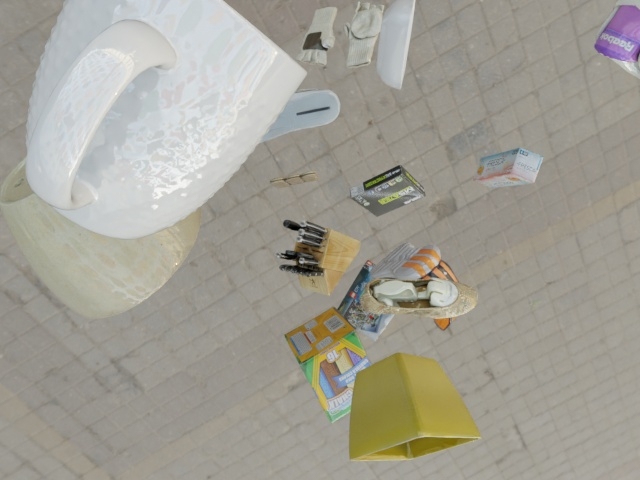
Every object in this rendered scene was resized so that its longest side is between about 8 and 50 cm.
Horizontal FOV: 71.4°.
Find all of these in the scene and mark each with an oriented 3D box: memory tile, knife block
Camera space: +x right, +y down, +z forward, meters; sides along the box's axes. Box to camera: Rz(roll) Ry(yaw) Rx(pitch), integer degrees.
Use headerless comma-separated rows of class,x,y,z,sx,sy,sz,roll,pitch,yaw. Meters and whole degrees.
memory tile,-0.061,-0.147,1.073,0.113,0.148,0.012,-11,92,3
knife block,0.000,0.000,1.096,0.088,0.276,0.242,13,132,26

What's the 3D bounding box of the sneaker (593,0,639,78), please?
sneaker,0.311,-0.242,0.377,0.161,0.102,0.282,-43,138,12

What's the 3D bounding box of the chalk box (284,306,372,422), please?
chalk box,0.046,0.378,1.290,0.179,0.180,0.289,-28,111,-11

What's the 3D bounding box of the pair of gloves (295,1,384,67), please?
pair of gloves,0.056,-0.578,1.242,0.042,0.239,0.204,38,67,-59

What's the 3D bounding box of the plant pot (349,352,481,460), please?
plant pot,0.192,0.373,1.005,0.212,0.187,0.212,20,136,-35

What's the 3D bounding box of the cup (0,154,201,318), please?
cup,-0.431,-0.056,0.833,0.330,0.331,0.237,-32,135,3

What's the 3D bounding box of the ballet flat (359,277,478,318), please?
ballet flat,0.170,0.095,0.767,0.205,0.073,0.067,-5,148,5

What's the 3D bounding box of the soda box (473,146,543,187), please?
soda box,0.419,-0.161,1.011,0.058,0.183,0.063,19,92,-7

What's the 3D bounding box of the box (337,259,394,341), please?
box,0.159,0.192,1.392,0.159,0.044,0.233,34,128,10

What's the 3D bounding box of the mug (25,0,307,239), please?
mug,-0.221,-0.159,0.549,0.276,0.374,0.328,36,106,-13

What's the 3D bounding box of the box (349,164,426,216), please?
box,0.221,-0.157,1.459,0.190,0.045,0.184,-23,148,27

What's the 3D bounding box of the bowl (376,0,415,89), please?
bowl,0.137,-0.365,0.816,0.053,0.142,0.142,10,131,7

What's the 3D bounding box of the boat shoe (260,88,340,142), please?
boat shoe,-0.106,-0.290,1.021,0.301,0.094,0.109,-9,115,-12

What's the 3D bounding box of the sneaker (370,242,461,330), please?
sneaker,0.223,0.108,0.990,0.124,0.321,0.180,-40,95,-3
